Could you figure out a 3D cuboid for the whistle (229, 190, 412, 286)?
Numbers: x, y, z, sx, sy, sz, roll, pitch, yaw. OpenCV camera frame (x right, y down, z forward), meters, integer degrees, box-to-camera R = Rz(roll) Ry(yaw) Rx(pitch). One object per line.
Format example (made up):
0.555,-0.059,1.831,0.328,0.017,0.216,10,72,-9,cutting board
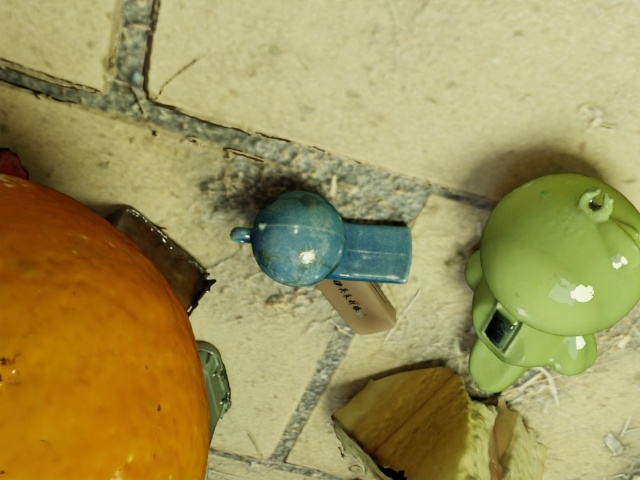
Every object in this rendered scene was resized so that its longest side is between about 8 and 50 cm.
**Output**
0.000,0.000,0.734,0.158,0.090,0.090,3,135,6,whistle

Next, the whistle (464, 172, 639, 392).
0.196,0.041,0.738,0.141,0.141,0.294,5,154,4,whistle

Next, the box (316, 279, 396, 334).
0.029,0.048,0.819,0.048,0.025,0.115,-19,129,23,box

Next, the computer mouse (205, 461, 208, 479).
-0.165,0.265,1.059,0.056,0.032,0.110,16,136,19,computer mouse

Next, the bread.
0.101,0.256,0.892,0.211,0.224,0.183,-9,127,28,bread

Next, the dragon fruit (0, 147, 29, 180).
-0.438,-0.006,0.793,0.344,0.100,0.282,11,140,-1,dragon fruit

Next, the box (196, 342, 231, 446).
-0.190,0.179,0.934,0.172,0.092,0.124,1,134,8,box

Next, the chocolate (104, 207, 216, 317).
-0.263,0.075,0.844,0.321,0.112,0.112,-23,118,29,chocolate

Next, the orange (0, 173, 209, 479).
-0.288,0.151,0.596,0.424,0.423,0.326,-10,168,18,orange
